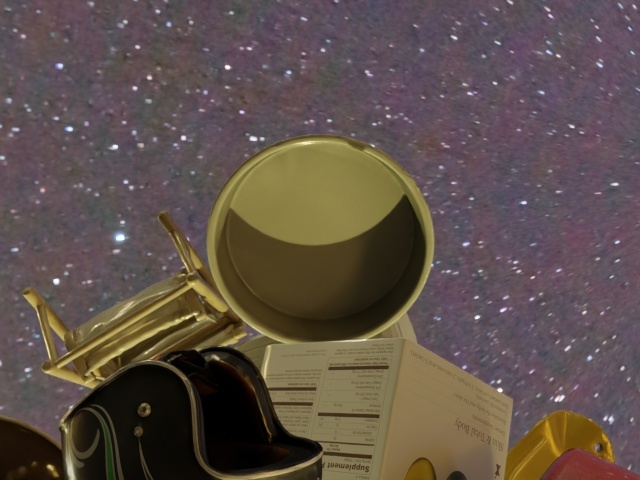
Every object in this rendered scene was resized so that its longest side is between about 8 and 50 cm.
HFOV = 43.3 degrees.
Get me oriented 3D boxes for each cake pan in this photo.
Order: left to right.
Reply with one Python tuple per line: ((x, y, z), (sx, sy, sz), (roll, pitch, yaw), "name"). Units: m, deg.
((0.000, 0.000, 1.058), (0.294, 0.054, 0.293), (0, -71, 0), "cake pan")

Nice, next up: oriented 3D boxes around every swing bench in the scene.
((-0.269, 0.132, 1.251), (0.253, 0.254, 0.165), (-31, -129, -1), "swing bench")

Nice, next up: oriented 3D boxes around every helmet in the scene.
((-0.087, 0.163, 0.562), (0.169, 0.169, 0.161), (-39, -103, 26), "helmet")

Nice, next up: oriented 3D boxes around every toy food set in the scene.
((0.261, 0.304, 0.998), (0.218, 0.071, 0.128), (-38, -87, -16), "toy food set")

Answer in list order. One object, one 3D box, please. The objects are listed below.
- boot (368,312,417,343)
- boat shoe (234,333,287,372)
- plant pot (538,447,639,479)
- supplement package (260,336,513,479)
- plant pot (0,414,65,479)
((0.084, 0.151, 1.294), (0.124, 0.095, 0.258), (-16, -124, 0), "boot")
((-0.048, 0.189, 1.340), (0.076, 0.227, 0.083), (157, -75, -68), "boat shoe")
((0.236, 0.343, 0.615), (0.267, 0.236, 0.267), (19, -87, 35), "plant pot")
((0.047, 0.257, 0.813), (0.198, 0.199, 0.262), (-10, -122, 43), "supplement package")
((-0.346, 0.332, 0.809), (0.284, 0.191, 0.283), (2, -113, -5), "plant pot")
